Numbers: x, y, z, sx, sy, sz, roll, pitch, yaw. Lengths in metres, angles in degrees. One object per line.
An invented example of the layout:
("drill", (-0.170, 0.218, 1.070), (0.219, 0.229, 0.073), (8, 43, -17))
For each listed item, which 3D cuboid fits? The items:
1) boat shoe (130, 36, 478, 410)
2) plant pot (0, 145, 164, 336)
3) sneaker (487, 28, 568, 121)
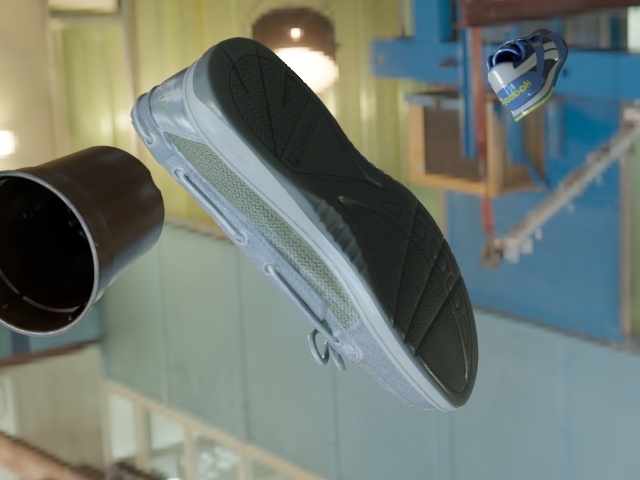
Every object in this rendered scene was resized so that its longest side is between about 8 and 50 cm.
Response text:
("boat shoe", (-0.002, 0.001, 1.078), (0.103, 0.320, 0.118), (-24, -152, 39))
("plant pot", (-0.246, -0.011, 1.495), (0.167, 0.167, 0.165), (3, -160, 25))
("sneaker", (0.192, -0.170, 1.422), (0.053, 0.059, 0.144), (-40, -167, 32))
